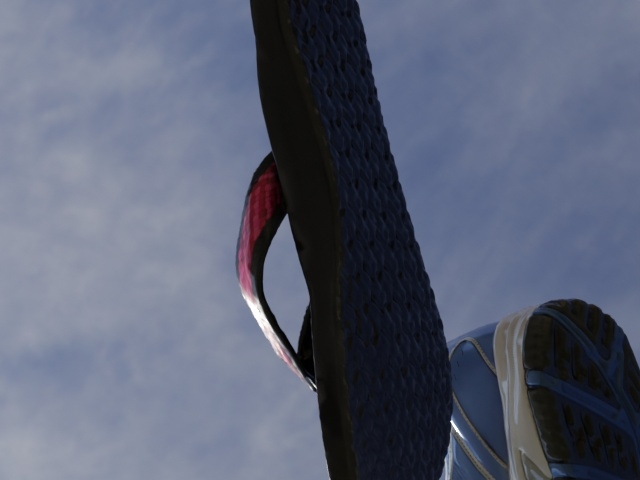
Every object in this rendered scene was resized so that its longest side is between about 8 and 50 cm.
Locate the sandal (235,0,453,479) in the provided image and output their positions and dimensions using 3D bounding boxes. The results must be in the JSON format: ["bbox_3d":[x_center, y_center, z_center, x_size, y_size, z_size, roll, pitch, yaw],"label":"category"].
[{"bbox_3d":[0.000,0.000,0.514,0.040,0.067,0.179,-18,-107,26],"label":"sandal"}]

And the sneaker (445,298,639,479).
[{"bbox_3d":[0.097,0.127,0.676,0.081,0.080,0.211,-12,-87,46],"label":"sneaker"}]
